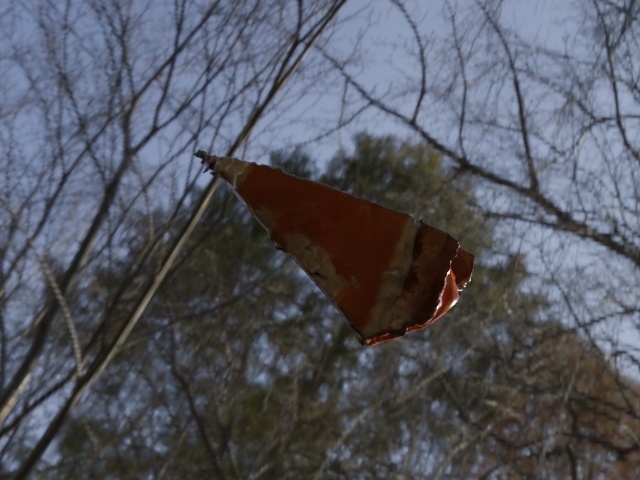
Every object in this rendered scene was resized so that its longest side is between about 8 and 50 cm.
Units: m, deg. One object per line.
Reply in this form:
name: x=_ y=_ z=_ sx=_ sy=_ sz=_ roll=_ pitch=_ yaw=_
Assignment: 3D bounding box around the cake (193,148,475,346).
cake: x=-0.002 y=0.001 z=1.049 sx=0.287 sy=0.098 sz=0.135 roll=28 pitch=-80 yaw=7
